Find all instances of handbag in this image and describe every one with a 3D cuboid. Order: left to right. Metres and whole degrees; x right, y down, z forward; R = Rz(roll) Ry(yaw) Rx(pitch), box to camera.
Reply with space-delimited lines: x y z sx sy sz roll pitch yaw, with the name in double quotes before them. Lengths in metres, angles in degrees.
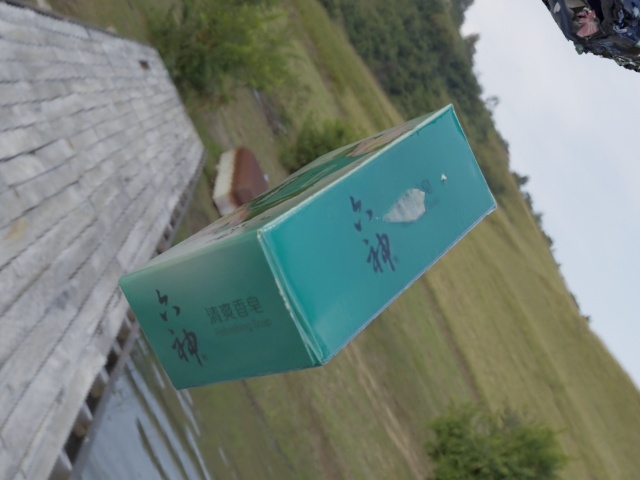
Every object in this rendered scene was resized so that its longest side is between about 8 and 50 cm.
"handbag" 0.284 -0.255 0.825 0.113 0.162 0.260 119 -31 -41

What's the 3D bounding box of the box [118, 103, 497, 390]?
"box" 0.000 0.000 0.608 0.245 0.153 0.092 -36 104 -47
